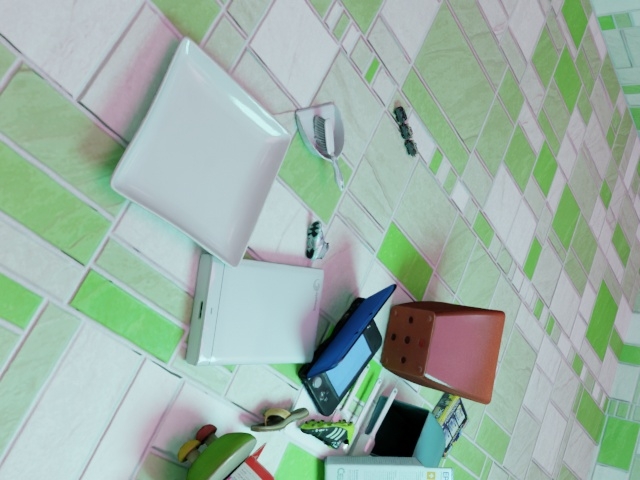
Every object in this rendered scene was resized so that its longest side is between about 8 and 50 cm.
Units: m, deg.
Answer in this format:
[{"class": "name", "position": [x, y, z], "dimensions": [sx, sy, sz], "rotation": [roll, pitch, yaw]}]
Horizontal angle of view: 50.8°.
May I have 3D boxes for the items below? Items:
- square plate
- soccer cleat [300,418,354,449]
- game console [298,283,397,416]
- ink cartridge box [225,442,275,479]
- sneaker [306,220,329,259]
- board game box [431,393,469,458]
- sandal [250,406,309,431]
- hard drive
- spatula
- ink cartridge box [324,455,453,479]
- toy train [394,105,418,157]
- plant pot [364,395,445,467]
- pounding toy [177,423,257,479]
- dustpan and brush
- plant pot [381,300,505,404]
[{"class": "square plate", "position": [-0.230, -0.168, 1.366], "dimensions": [0.344, 0.049, 0.347], "rotation": [39, 63, -42]}, {"class": "soccer cleat", "position": [0.020, 0.496, 1.721], "dimensions": [0.179, 0.060, 0.072], "rotation": [14, 81, -41]}, {"class": "game console", "position": [0.098, 0.282, 1.709], "dimensions": [0.293, 0.173, 0.250], "rotation": [-48, 127, -33]}, {"class": "ink cartridge box", "position": [-0.182, 0.557, 1.453], "dimensions": [0.231, 0.078, 0.134], "rotation": [-37, 162, -39]}, {"class": "sneaker", "position": [0.000, 0.000, 1.669], "dimensions": [0.069, 0.038, 0.098], "rotation": [3, 101, -50]}, {"class": "board game box", "position": [0.408, 0.594, 2.185], "dimensions": [0.170, 0.048, 0.141], "rotation": [-45, 124, -34]}, {"class": "sandal", "position": [-0.099, 0.414, 1.587], "dimensions": [0.180, 0.072, 0.049], "rotation": [-8, 85, -49]}, {"class": "hard drive", "position": [-0.136, 0.163, 1.527], "dimensions": [0.353, 0.047, 0.232], "rotation": [10, 87, -48]}, {"class": "spatula", "position": [0.117, 0.474, 1.844], "dimensions": [0.168, 0.019, 0.242], "rotation": [42, 61, -19]}, {"class": "ink cartridge box", "position": [0.174, 0.730, 1.764], "dimensions": [0.071, 0.331, 0.323], "rotation": [-78, 169, -84]}, {"class": "toy train", "position": [0.245, -0.308, 1.912], "dimensions": [0.036, 0.027, 0.158], "rotation": [-54, 131, -43]}, {"class": "plant pot", "position": [0.259, 0.583, 1.937], "dimensions": [0.234, 0.166, 0.165], "rotation": [47, 61, -44]}, {"class": "pounding toy", "position": [-0.252, 0.461, 1.390], "dimensions": [0.237, 0.110, 0.183], "rotation": [-45, 163, -12]}, {"class": "dustpan and brush", "position": [0.021, -0.223, 1.643], "dimensions": [0.147, 0.060, 0.211], "rotation": [-24, 112, -44]}, {"class": "plant pot", "position": [0.328, 0.299, 1.924], "dimensions": [0.236, 0.267, 0.267], "rotation": [16, 83, -34]}]
